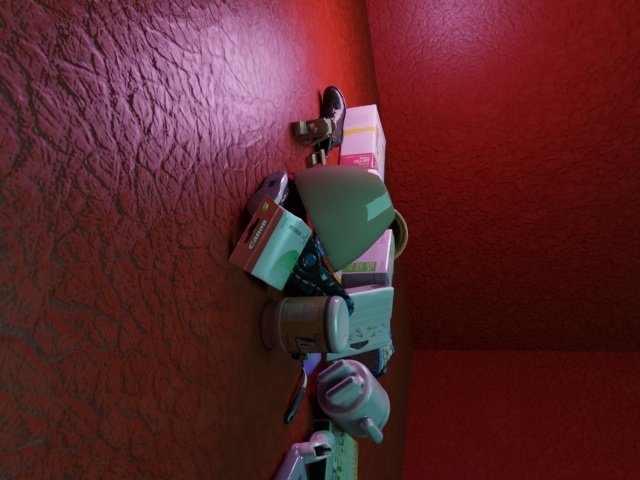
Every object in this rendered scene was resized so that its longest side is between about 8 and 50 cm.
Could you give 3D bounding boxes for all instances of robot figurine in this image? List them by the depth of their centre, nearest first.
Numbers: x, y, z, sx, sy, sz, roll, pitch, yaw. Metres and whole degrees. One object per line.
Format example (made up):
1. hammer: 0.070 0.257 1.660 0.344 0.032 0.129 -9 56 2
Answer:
1. robot figurine: 0.117 0.543 1.561 0.353 0.199 0.300 57 3 -43

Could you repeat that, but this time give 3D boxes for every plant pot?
1. plant pot: 0.259 -0.040 2.156 0.254 0.276 0.276 -57 141 -81

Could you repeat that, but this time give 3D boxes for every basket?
1. basket: 0.150 0.407 1.790 0.289 0.201 0.255 -24 112 -36

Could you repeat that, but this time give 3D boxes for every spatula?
1. spatula: -0.052 0.425 1.371 0.296 0.030 0.084 -64 145 -57

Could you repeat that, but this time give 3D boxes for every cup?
1. cup: 0.087 -0.097 1.394 0.331 0.237 0.331 -22 90 -88

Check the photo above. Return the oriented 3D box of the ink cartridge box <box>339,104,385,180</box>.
1. ink cartridge box: 0.204 -0.399 2.152 0.279 0.160 0.385 59 32 -56

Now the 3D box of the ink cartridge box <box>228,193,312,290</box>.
1. ink cartridge box: -0.112 0.011 1.110 0.181 0.056 0.225 -62 158 -8

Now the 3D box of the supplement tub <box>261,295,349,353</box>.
1. supplement tub: -0.037 0.216 1.176 0.144 0.199 0.144 -4 90 -72

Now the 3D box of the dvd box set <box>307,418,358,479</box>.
1. dvd box set: 0.050 0.815 1.569 0.420 0.062 0.308 61 30 -54

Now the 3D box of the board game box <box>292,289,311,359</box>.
1. board game box: -0.053 0.249 1.377 0.141 0.048 0.170 -51 134 -69

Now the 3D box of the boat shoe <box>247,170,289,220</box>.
1. boat shoe: -0.126 -0.102 1.178 0.228 0.080 0.076 -80 158 -58

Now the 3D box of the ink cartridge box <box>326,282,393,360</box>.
1. ink cartridge box: 0.131 0.289 1.651 0.060 0.275 0.239 32 -57 58

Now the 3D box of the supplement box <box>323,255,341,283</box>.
1. supplement box: 0.034 0.059 1.651 0.080 0.078 0.233 57 33 -51

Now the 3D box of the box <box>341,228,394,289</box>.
1. box: 0.173 0.088 1.832 0.262 0.231 0.127 -72 153 -48

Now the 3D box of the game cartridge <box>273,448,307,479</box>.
1. game cartridge: -0.078 0.731 1.190 0.196 0.060 0.294 -50 133 -71

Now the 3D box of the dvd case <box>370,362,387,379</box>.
1. dvd case: 0.202 0.551 1.911 0.018 0.221 0.164 43 28 -6

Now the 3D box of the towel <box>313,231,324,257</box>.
1. towel: 0.000 0.000 1.612 0.067 0.029 0.119 45 42 -47

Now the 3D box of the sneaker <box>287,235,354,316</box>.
1. sneaker: -0.038 0.093 1.320 0.341 0.125 0.139 58 -8 -20

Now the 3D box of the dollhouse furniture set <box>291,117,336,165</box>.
1. dollhouse furniture set: -0.009 -0.327 1.545 0.182 0.101 0.161 -45 129 -68

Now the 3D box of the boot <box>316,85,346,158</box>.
1. boot: 0.035 -0.452 1.734 0.229 0.091 0.263 -48 134 -68

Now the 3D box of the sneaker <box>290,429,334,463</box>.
1. sneaker: 0.004 0.608 1.338 0.212 0.094 0.080 13 62 -60
